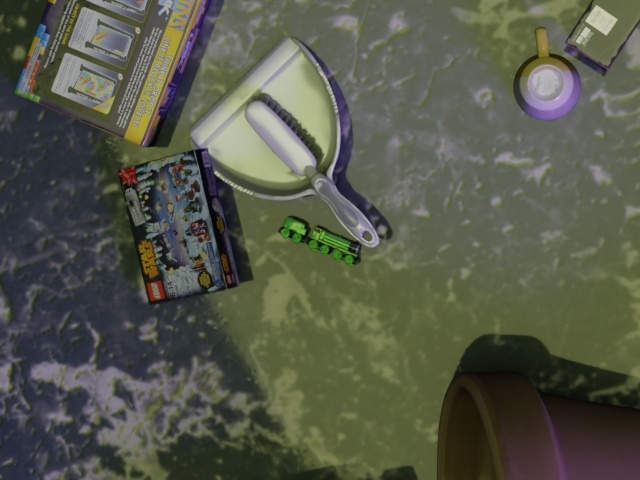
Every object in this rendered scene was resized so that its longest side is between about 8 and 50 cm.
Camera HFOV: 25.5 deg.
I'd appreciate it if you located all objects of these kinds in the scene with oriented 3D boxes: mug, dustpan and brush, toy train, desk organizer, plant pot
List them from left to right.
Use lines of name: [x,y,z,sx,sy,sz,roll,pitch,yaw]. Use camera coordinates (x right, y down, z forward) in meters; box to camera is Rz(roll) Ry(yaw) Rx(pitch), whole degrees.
dustpan and brush: [-0.015,-0.074,1.329,0.147,0.060,0.211,-43,86,9]
toy train: [0.000,0.000,1.355,0.083,0.017,0.024,22,86,7]
mug: [0.201,-0.148,1.289,0.062,0.064,0.078,-38,87,10]
plant pot: [0.238,0.241,1.230,0.229,0.263,0.263,-2,93,-7]
desk organizer: [0.276,-0.220,1.279,0.047,0.050,0.130,33,98,6]

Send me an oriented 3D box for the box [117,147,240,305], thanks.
box: [-0.136,-0.012,1.357,0.094,0.027,0.137,-13,91,29]

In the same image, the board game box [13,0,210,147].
board game box: [-0.197,-0.193,1.360,0.141,0.048,0.170,23,96,5]
